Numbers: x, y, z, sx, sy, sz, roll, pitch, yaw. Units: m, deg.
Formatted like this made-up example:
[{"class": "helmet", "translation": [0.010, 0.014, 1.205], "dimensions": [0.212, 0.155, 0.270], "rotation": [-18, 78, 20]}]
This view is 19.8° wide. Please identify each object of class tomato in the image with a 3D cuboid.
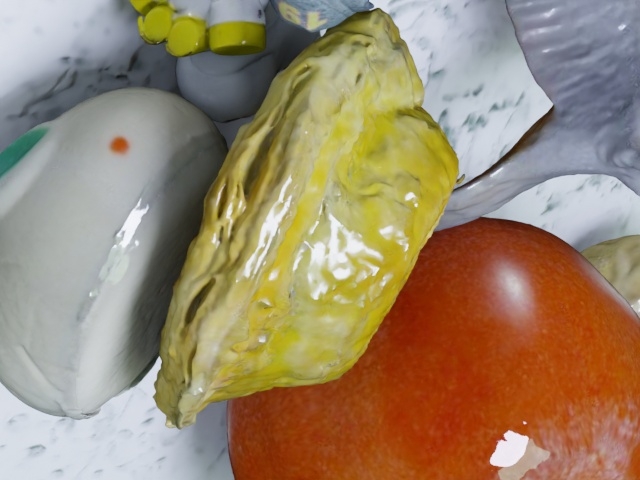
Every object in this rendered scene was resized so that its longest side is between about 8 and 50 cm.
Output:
[{"class": "tomato", "translation": [0.097, 0.132, 1.430], "dimensions": [0.341, 0.273, 0.341], "rotation": [-14, 158, -6]}]

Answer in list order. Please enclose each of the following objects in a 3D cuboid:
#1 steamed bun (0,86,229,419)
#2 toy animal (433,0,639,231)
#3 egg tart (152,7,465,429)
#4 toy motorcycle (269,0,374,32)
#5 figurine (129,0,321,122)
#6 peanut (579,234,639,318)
[{"class": "steamed bun", "translation": [-0.150, -0.001, 1.177], "dimensions": [0.177, 0.130, 0.228], "rotation": [-38, 156, -53]}, {"class": "toy animal", "translation": [0.160, -0.080, 1.299], "dimensions": [0.284, 0.302, 0.225], "rotation": [-52, 146, -5]}, {"class": "egg tart", "translation": [0.000, 0.000, 1.179], "dimensions": [0.319, 0.128, 0.319], "rotation": [-62, 176, -7]}, {"class": "toy motorcycle", "translation": [0.021, -0.216, 1.106], "dimensions": [0.307, 0.108, 0.173], "rotation": [-45, 153, -74]}, {"class": "figurine", "translation": [-0.048, -0.146, 1.200], "dimensions": [0.130, 0.109, 0.178], "rotation": [-61, 150, -15]}, {"class": "peanut", "translation": [0.209, 0.121, 1.640], "dimensions": [0.313, 0.149, 0.149], "rotation": [-44, 142, -3]}]
